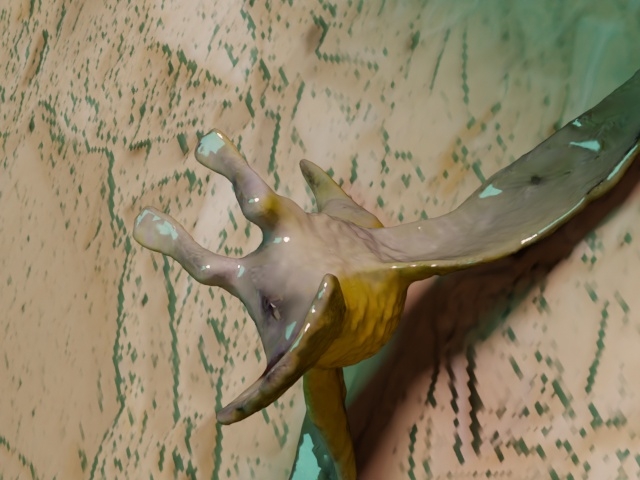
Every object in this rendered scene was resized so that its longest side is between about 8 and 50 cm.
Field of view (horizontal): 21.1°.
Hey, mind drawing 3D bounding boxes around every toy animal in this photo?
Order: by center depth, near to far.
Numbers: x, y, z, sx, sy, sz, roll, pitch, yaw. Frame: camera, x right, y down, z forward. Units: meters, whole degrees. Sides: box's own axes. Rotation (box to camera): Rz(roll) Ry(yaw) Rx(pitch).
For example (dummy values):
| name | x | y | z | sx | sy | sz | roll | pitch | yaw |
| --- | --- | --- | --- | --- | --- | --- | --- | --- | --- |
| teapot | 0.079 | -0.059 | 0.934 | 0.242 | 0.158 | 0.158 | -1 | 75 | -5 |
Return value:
| name | x | y | z | sx | sy | sz | roll | pitch | yaw |
| --- | --- | --- | --- | --- | --- | --- | --- | --- | --- |
| toy animal | 0.000 | 0.000 | 0.497 | 0.219 | 0.095 | 0.155 | -53 | 39 | 16 |
